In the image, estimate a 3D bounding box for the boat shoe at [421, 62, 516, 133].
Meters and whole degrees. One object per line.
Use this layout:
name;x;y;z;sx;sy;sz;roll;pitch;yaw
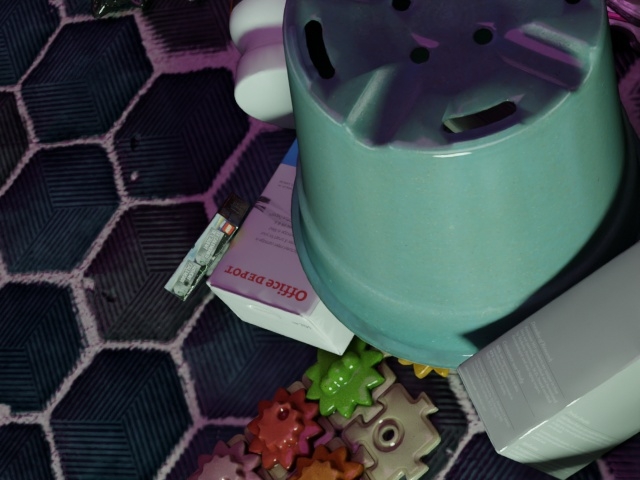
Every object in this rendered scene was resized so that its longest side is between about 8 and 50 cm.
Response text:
boat shoe;0.145;-0.147;1.684;0.063;0.066;0.184;-42;51;-6

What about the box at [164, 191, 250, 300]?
box;-0.113;0.005;1.723;0.027;0.137;0.094;35;101;-3

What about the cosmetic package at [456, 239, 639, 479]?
cosmetic package;0.253;0.096;1.446;0.238;0.127;0.107;-38;53;17

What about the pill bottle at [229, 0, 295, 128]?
pill bottle;-0.012;-0.268;1.772;0.162;0.162;0.278;-8;63;28

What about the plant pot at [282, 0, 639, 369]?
plant pot;0.116;-0.108;1.451;0.341;0.334;0.341;-4;64;8

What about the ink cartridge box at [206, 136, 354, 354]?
ink cartridge box;0.000;0.000;1.668;0.140;0.082;0.190;18;69;38

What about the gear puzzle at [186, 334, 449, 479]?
gear puzzle;0.019;0.178;1.614;0.339;0.044;0.175;-43;53;7

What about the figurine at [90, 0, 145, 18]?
figurine;-0.176;-0.369;1.977;0.215;0.092;0.209;-6;73;28

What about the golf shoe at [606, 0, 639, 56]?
golf shoe;0.237;-0.214;1.655;0.186;0.067;0.086;0;69;31
